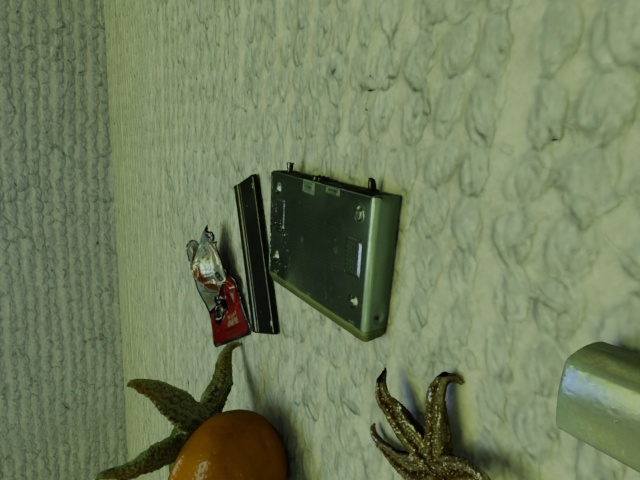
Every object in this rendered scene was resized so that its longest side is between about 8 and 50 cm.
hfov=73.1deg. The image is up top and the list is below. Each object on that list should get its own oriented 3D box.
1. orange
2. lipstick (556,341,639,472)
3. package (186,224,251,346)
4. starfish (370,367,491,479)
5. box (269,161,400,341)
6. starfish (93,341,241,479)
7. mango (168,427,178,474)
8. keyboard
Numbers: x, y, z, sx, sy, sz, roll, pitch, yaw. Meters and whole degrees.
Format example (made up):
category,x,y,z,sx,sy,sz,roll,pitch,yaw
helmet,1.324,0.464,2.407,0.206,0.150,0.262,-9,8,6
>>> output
category,x,y,z,sx,sy,sz,roll,pitch,yaw
orange,-0.164,0.428,0.767,0.171,0.240,0.240,-14,82,31
lipstick,0.261,0.128,0.216,0.253,0.079,0.077,17,110,56
package,-0.244,0.105,1.005,0.194,0.071,0.269,-34,79,56
starfish,0.121,0.254,0.471,0.213,0.057,0.238,130,130,-57
box,0.000,0.000,0.626,0.270,0.045,0.211,26,117,53
starfish,-0.259,0.389,0.852,0.078,0.358,0.347,12,110,28
mango,-0.384,0.631,1.241,0.251,0.114,0.156,19,117,54
keyboard,-0.130,0.030,0.853,0.101,0.018,0.309,-15,82,55
